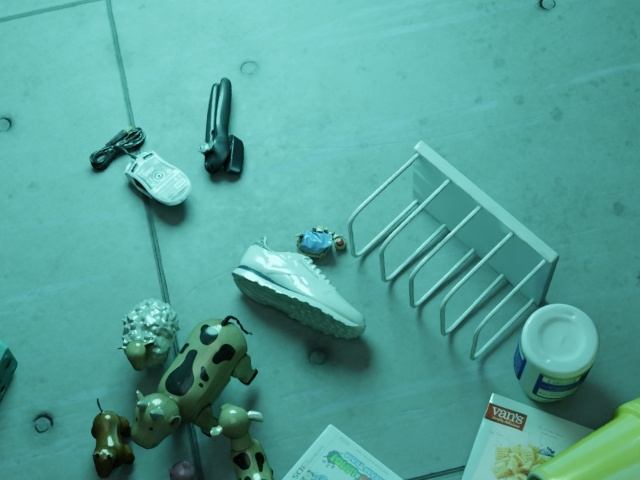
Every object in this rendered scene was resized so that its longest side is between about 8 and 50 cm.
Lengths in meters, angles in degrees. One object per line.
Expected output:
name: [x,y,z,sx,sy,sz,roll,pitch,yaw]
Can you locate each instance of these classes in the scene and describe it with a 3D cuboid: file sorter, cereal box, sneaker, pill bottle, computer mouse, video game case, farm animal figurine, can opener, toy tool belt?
file sorter: [0.199,0.027,1.801,0.278,0.193,0.173,42,77,18]
cereal box: [0.296,0.367,1.722,0.173,0.047,0.240,19,69,9]
sneaker: [-0.023,0.074,1.850,0.235,0.090,0.095,28,61,12]
pill bottle: [0.346,0.176,1.728,0.112,0.186,0.112,-1,67,2]
computer mouse: [-0.294,-0.114,1.967,0.193,0.042,0.106,39,69,23]
video game case: [0.031,0.375,1.737,0.157,0.019,0.143,36,66,18]
farm animal figurine: [-0.187,0.253,1.709,0.330,0.172,0.326,12,66,14]
can opener: [-0.175,-0.196,1.996,0.059,0.073,0.186,-25,57,34]
toy tool belt: [0.000,0.000,1.895,0.083,0.051,0.052,-1,66,2]

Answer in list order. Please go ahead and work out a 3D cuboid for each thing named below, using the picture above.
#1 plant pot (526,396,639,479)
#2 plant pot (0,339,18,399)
plant pot: [0.426,0.359,1.597,0.239,0.254,0.254,-18,67,-11]
plant pot: [-0.602,0.180,1.787,0.234,0.165,0.165,20,69,4]
